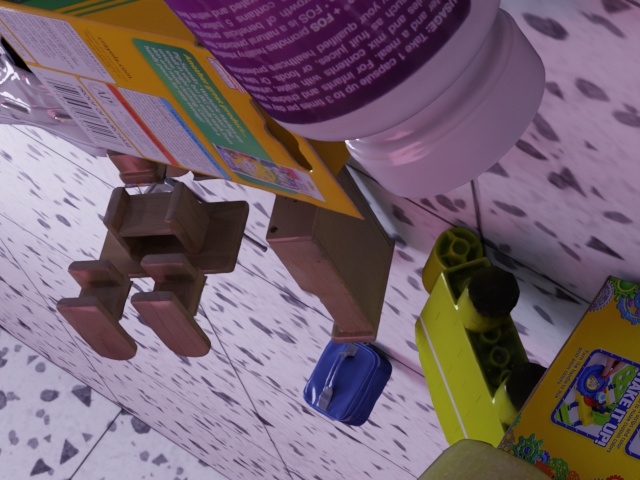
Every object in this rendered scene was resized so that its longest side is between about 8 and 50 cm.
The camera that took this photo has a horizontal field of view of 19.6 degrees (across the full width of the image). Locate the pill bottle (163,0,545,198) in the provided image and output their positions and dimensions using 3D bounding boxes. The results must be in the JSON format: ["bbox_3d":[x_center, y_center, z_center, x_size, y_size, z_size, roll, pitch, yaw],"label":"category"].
[{"bbox_3d":[-0.003,-0.163,1.045,0.301,0.169,0.169,47,162,-32],"label":"pill bottle"}]

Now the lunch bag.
[{"bbox_3d":[0.031,0.153,2.055,0.067,0.098,0.065,26,180,26],"label":"lunch bag"}]

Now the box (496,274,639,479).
[{"bbox_3d":[0.334,0.207,1.400,0.279,0.177,0.290,21,158,42],"label":"box"}]

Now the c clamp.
[{"bbox_3d":[-0.138,-0.019,2.045,0.137,0.022,0.161,39,164,-11],"label":"c clamp"}]

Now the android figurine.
[{"bbox_3d":[0.140,0.119,1.556,0.273,0.056,0.248,99,151,-69],"label":"android figurine"}]

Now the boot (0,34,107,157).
[{"bbox_3d":[-0.294,-0.172,1.835,0.258,0.095,0.123,18,152,28],"label":"boot"}]

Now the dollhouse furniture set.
[{"bbox_3d":[-0.079,0.009,1.660,0.242,0.212,0.161,-4,145,25],"label":"dollhouse furniture set"}]

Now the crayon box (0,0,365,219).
[{"bbox_3d":[-0.106,-0.136,1.481,0.323,0.083,0.203,17,155,41],"label":"crayon box"}]

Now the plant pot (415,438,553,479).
[{"bbox_3d":[0.100,0.294,1.343,0.276,0.254,0.276,34,165,11],"label":"plant pot"}]
